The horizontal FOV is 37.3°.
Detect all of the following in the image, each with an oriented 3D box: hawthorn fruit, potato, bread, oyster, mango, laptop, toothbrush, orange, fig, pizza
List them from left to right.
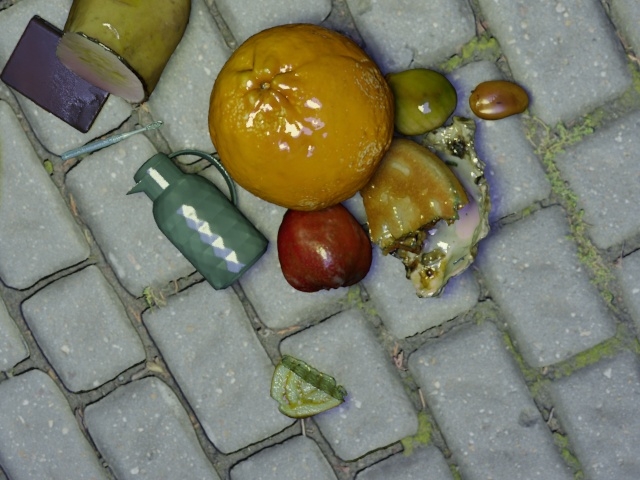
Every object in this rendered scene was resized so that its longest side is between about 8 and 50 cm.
[{"bbox_3d":[-0.513,-0.326,1.873,0.207,0.026,0.154,33,103,-2],"label":"laptop"},{"bbox_3d":[-0.417,-0.199,1.893,0.220,0.019,0.016,-17,105,7],"label":"toothbrush"},{"bbox_3d":[-0.352,-0.426,1.766,0.229,0.229,0.266,28,77,-2],"label":"potato"},{"bbox_3d":[-0.040,-0.225,1.703,0.341,0.293,0.340,-4,79,20],"label":"orange"},{"bbox_3d":[-0.035,0.318,1.928,0.156,0.103,0.110,30,97,4],"label":"bread"},{"bbox_3d":[0.000,0.000,1.836,0.185,0.185,0.202,-18,83,7],"label":"hawthorn fruit"},{"bbox_3d":[0.159,-0.075,1.796,0.289,0.081,0.228,30,112,37],"label":"pizza"},{"bbox_3d":[0.184,-0.258,1.784,0.153,0.136,0.120,1,124,26],"label":"fig"},{"bbox_3d":[0.247,-0.064,1.842,0.201,0.107,0.354,30,111,30],"label":"oyster"},{"bbox_3d":[0.341,-0.266,1.808,0.114,0.060,0.080,5,86,5],"label":"mango"}]

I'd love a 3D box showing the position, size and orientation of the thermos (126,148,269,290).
[{"bbox_3d":[-0.231,-0.057,1.854,0.182,0.145,0.286,-43,95,-21],"label":"thermos"}]
